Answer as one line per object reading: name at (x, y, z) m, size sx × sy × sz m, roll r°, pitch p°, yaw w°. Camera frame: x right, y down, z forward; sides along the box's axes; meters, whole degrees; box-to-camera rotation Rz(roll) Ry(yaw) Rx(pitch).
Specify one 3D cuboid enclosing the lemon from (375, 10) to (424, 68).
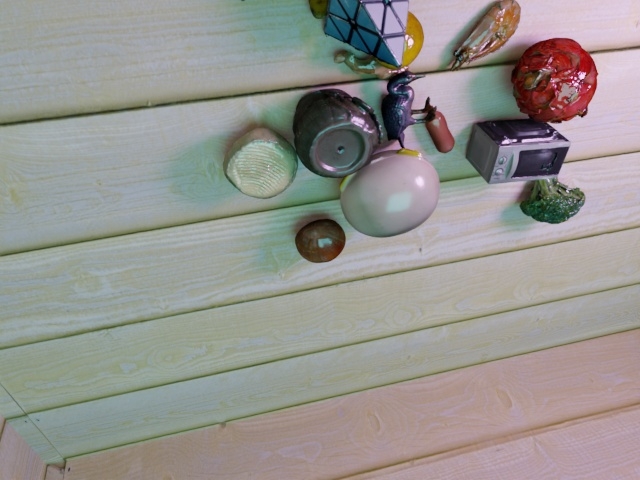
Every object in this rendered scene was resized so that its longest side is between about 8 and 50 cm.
lemon at (0.234, -0.617, 1.462) m, size 0.169 × 0.207 × 0.170 m, roll 12°, pitch 120°, yaw 21°

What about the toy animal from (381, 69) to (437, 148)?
toy animal at (0.298, -0.453, 1.672) m, size 0.185 × 0.122 × 0.298 m, roll 2°, pitch 146°, yaw -11°

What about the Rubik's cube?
Rubik's cube at (0.135, -0.648, 1.338) m, size 0.228 × 0.228 × 0.233 m, roll 8°, pitch 128°, yaw -5°

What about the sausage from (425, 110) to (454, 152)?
sausage at (0.453, -0.408, 1.801) m, size 0.077 × 0.077 × 0.194 m, roll -32°, pitch 132°, yaw 11°

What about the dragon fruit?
dragon fruit at (0.816, -0.551, 1.658) m, size 0.342 × 0.277 × 0.277 m, roll 1°, pitch 132°, yaw -42°

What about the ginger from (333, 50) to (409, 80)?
ginger at (0.171, -0.579, 1.563) m, size 0.287 × 0.075 × 0.089 m, roll 5°, pitch 133°, yaw -26°

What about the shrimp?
shrimp at (0.556, -0.677, 1.608) m, size 0.294 × 0.062 × 0.154 m, roll -40°, pitch 136°, yaw 15°

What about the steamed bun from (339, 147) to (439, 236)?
steamed bun at (0.256, -0.174, 1.776) m, size 0.373 × 0.334 × 0.334 m, roll -22°, pitch 133°, yaw 7°

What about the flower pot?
flower pot at (0.056, -0.368, 1.612) m, size 0.301 × 0.213 × 0.302 m, roll -9°, pitch 133°, yaw -10°

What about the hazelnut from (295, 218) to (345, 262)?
hazelnut at (0.000, 0.000, 1.932) m, size 0.214 × 0.176 × 0.214 m, roll -20°, pitch 159°, yaw -8°

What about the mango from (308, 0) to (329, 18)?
mango at (0.019, -0.746, 1.293) m, size 0.192 × 0.146 × 0.316 m, roll -30°, pitch 158°, yaw -11°

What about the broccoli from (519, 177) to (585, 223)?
broccoli at (1.020, -0.185, 2.098) m, size 0.269 × 0.261 × 0.242 m, roll -24°, pitch 94°, yaw -1°

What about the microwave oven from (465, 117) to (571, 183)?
microwave oven at (0.752, -0.355, 1.829) m, size 0.294 × 0.238 × 0.181 m, roll -7°, pitch 131°, yaw -10°

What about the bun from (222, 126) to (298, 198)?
bun at (-0.203, -0.277, 1.651) m, size 0.259 × 0.152 × 0.259 m, roll -7°, pitch 130°, yaw -8°
